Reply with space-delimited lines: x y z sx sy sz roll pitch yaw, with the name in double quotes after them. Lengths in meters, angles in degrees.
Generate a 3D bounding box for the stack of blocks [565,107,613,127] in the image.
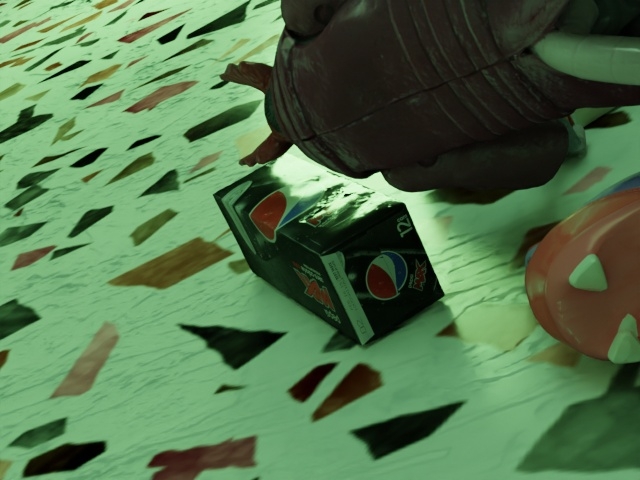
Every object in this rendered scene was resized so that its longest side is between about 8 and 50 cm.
0.188 -0.168 0.966 0.297 0.087 0.171 -31 21 -15 "stack of blocks"

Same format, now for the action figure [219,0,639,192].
0.092 -0.089 0.683 0.370 0.248 0.276 -23 28 35 "action figure"

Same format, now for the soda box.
0.000 0.000 0.808 0.053 0.060 0.169 -31 22 -14 "soda box"

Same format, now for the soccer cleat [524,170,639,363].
0.200 -0.026 0.629 0.248 0.083 0.095 -27 16 1 "soccer cleat"
